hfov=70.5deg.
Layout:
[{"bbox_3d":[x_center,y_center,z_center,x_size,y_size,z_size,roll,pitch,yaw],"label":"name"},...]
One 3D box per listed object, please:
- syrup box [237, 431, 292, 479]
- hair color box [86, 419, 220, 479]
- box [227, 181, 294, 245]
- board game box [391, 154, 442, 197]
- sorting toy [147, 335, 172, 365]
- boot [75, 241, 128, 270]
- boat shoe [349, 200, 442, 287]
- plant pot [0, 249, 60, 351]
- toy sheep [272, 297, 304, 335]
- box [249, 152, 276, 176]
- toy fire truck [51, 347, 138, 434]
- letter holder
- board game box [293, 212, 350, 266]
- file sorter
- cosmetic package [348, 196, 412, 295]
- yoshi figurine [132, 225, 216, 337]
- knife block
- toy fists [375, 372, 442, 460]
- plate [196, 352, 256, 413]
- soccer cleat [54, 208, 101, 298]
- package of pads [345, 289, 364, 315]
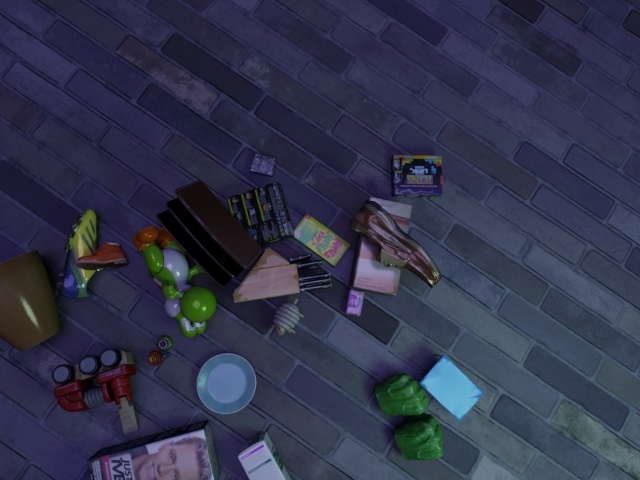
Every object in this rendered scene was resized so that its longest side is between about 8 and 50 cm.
[{"bbox_3d":[-0.154,0.724,1.387,0.096,0.093,0.237,-28,85,-7],"label":"syrup box"},{"bbox_3d":[-0.496,0.683,1.366,0.347,0.105,0.174,-14,84,-6],"label":"hair color box"},{"bbox_3d":[-0.198,-0.077,1.496,0.184,0.045,0.191,-18,84,12],"label":"box"},{"bbox_3d":[0.332,-0.222,1.568,0.170,0.048,0.141,0,81,-4],"label":"board game box"},{"bbox_3d":[-0.509,0.354,1.439,0.061,0.042,0.102,30,81,0],"label":"sorting toy"},{"bbox_3d":[-0.696,0.047,1.429,0.059,0.158,0.085,-26,77,33],"label":"boot"},{"bbox_3d":[0.219,0.026,1.372,0.120,0.122,0.324,-43,80,-3],"label":"boat shoe"},{"bbox_3d":[-0.904,0.193,1.358,0.237,0.237,0.254,-28,99,-7],"label":"plant pot"},{"bbox_3d":[-0.105,0.246,1.462,0.091,0.091,0.132,27,68,0],"label":"toy sheep"},{"bbox_3d":[-0.197,-0.259,1.553,0.083,0.018,0.067,11,82,-2],"label":"box"},{"bbox_3d":[-0.659,0.476,1.376,0.217,0.158,0.246,-18,74,-6],"label":"toy fire truck"},{"bbox_3d":[-0.345,-0.009,1.366,0.152,0.214,0.302,-39,98,13],"label":"letter holder"},{"bbox_3d":[0.000,0.000,1.519,0.181,0.043,0.092,36,81,1],"label":"board game box"},{"bbox_3d":[0.405,0.464,1.453,0.170,0.104,0.118,43,82,3],"label":"file sorter"},{"bbox_3d":[0.194,0.023,1.486,0.153,0.129,0.296,10,81,-2],"label":"cosmetic package"},{"bbox_3d":[-0.426,0.116,1.405,0.203,0.203,0.362,-24,88,-13],"label":"yoshi figurine"},{"bbox_3d":[-0.112,0.147,1.469,0.242,0.088,0.276,36,81,2],"label":"knife block"},{"bbox_3d":[0.289,0.550,1.416,0.096,0.142,0.279,-16,81,-50],"label":"toy fists"},{"bbox_3d":[-0.299,0.455,1.449,0.188,0.024,0.188,0,82,-3],"label":"plate"},{"bbox_3d":[-0.756,0.044,1.456,0.121,0.093,0.289,17,75,-32],"label":"soccer cleat"},{"bbox_3d":[0.114,0.207,1.505,0.050,0.032,0.083,12,82,-3],"label":"package of pads"}]
